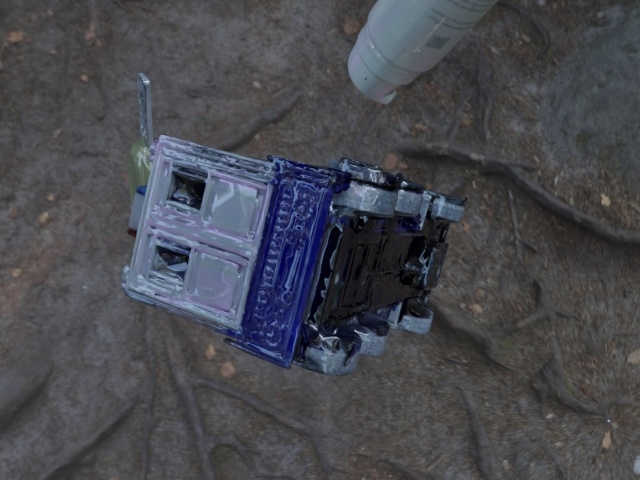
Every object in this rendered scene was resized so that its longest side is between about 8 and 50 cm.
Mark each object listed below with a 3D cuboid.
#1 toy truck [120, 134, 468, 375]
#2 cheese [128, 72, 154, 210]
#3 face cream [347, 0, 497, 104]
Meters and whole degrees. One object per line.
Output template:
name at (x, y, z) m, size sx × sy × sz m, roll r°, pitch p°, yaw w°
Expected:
toy truck at (0.000, 0.000, 0.504) m, size 0.155 × 0.268 × 0.124 m, roll 17°, pitch 97°, yaw 23°
cheese at (-0.194, -0.093, 0.779) m, size 0.097 × 0.037 × 0.192 m, roll 48°, pitch 142°, yaw 47°
face cream at (0.135, -0.269, 0.732) m, size 0.345 × 0.102 × 0.102 m, roll -39°, pitch 57°, yaw 53°
